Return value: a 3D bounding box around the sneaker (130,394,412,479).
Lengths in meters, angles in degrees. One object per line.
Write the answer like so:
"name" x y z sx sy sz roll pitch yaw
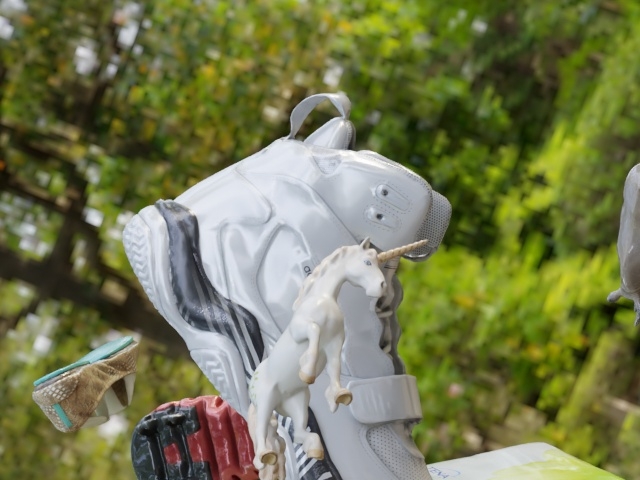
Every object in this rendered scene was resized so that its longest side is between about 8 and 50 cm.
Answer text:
"sneaker" -0.029 0.168 1.636 0.135 0.276 0.098 -6 -95 -58

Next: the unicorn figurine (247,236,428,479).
"unicorn figurine" -0.004 0.069 1.127 0.162 0.060 0.111 -44 29 24

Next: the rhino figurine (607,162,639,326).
"rhino figurine" 0.420 0.001 2.389 0.106 0.073 0.243 -27 -51 -49

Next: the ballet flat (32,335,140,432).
"ballet flat" -0.221 0.145 1.809 0.067 0.073 0.206 65 -160 -1

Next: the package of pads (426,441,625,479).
"package of pads" 0.169 0.269 1.699 0.296 0.229 0.101 -163 65 -70

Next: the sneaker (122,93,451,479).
"sneaker" 0.035 0.070 1.352 0.210 0.366 0.137 -40 -11 6
